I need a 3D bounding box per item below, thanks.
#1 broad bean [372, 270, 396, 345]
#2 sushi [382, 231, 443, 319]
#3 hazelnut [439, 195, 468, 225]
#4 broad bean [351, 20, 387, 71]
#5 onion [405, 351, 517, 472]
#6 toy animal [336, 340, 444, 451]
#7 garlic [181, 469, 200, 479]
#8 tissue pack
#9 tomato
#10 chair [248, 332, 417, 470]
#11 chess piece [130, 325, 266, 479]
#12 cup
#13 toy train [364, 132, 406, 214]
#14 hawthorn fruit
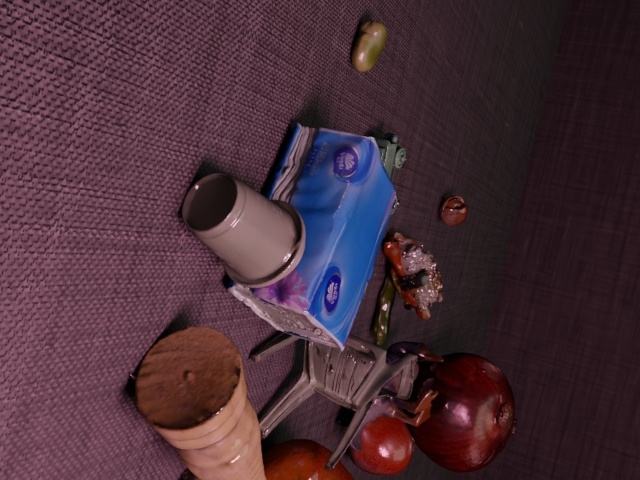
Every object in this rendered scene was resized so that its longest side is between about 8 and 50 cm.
[{"bbox_3d":[0.158,0.128,1.538,0.226,0.039,0.069,-69,153,-22],"label":"broad bean"},{"bbox_3d":[0.215,0.077,1.495,0.097,0.103,0.226,-39,121,-32],"label":"sushi"},{"bbox_3d":[0.361,-0.081,1.838,0.086,0.086,0.086,-44,141,-51],"label":"hazelnut"},{"bbox_3d":[0.078,-0.317,1.103,0.063,0.045,0.083,2,109,-65],"label":"broad bean"},{"bbox_3d":[0.396,0.486,1.973,0.341,0.342,0.341,-44,141,-51],"label":"onion"},{"bbox_3d":[0.152,0.333,1.485,0.298,0.185,0.122,-35,141,-21],"label":"toy animal"},{"bbox_3d":[-0.171,0.370,0.901,0.152,0.066,0.084,-46,145,-53],"label":"garlic"},{"bbox_3d":[0.000,0.000,0.977,0.263,0.146,0.198,-68,155,-17],"label":"tissue pack"},{"bbox_3d":[0.133,0.465,1.550,0.167,0.167,0.167,-44,141,-51],"label":"tomato"},{"bbox_3d":[0.030,0.233,1.121,0.275,0.204,0.190,-32,136,-51],"label":"chair"},{"bbox_3d":[-0.127,0.248,0.853,0.137,0.137,0.300,-58,150,-36],"label":"chess piece"},{"bbox_3d":[-0.092,-0.016,0.810,0.141,0.120,0.120,46,61,-55],"label":"cup"},{"bbox_3d":[0.106,-0.115,1.253,0.099,0.070,0.171,-11,115,-57],"label":"toy train"},{"bbox_3d":[-0.040,0.430,1.116,0.225,0.197,0.196,112,0,-71],"label":"hawthorn fruit"}]
